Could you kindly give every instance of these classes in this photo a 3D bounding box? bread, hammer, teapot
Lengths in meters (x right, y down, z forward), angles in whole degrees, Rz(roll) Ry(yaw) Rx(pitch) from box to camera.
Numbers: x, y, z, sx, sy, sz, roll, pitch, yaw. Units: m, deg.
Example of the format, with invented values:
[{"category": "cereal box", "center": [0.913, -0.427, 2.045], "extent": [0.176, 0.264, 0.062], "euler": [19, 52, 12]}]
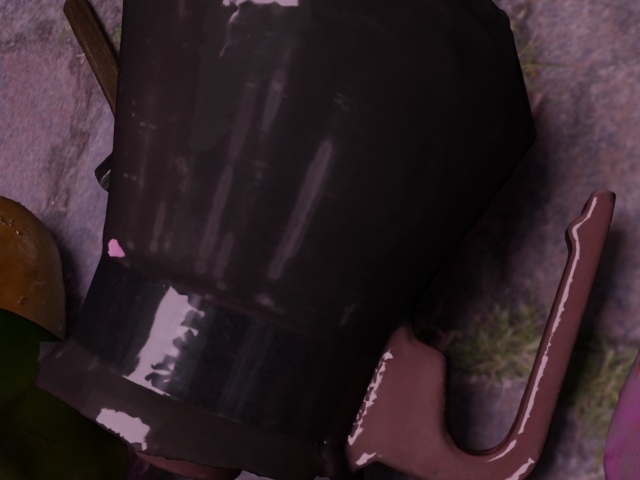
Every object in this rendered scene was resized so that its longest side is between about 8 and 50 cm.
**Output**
[{"category": "bread", "center": [-0.402, 0.084, 0.955], "extent": [0.305, 0.158, 0.306], "euler": [-17, 59, 31]}, {"category": "hammer", "center": [-0.250, -0.194, 1.070], "extent": [0.111, 0.043, 0.365], "euler": [-44, 46, 12]}, {"category": "teapot", "center": [0.000, 0.000, 0.640], "extent": [0.375, 0.305, 0.362], "euler": [20, 89, 13]}]

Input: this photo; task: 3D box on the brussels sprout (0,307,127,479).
[{"category": "brussels sprout", "center": [-0.305, 0.211, 0.718], "extent": [0.268, 0.344, 0.344], "euler": [-9, 58, 66]}]

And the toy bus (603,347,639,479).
[{"category": "toy bus", "center": [0.279, 0.134, 0.429], "extent": [0.302, 0.127, 0.147], "euler": [24, 85, 42]}]
